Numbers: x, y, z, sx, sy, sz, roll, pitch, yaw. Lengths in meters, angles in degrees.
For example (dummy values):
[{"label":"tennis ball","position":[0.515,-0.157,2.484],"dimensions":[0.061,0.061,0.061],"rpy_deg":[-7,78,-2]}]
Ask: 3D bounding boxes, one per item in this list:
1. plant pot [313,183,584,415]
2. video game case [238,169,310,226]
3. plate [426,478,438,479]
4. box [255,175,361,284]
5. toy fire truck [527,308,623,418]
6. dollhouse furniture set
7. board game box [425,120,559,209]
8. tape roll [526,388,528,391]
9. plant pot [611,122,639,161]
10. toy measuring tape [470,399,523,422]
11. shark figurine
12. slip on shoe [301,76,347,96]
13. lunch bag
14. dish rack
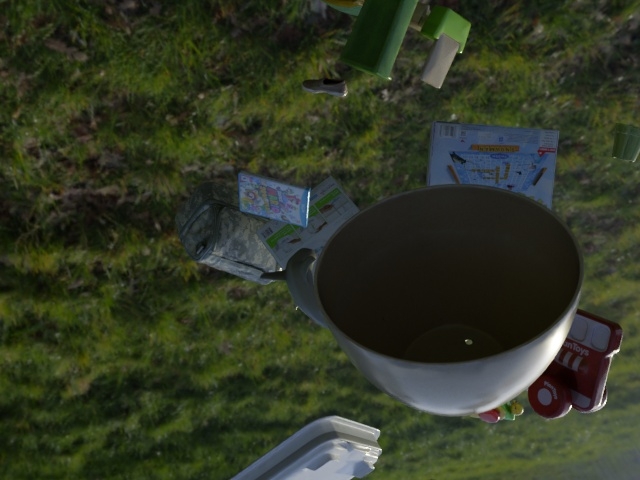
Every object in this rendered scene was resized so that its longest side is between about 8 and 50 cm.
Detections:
[{"label":"plant pot","position":[0.151,0.092,0.709],"dimensions":[0.284,0.284,0.191],"rpy_deg":[-23,128,-9]},{"label":"video game case","position":[-0.107,-0.094,1.386],"dimensions":[0.166,0.015,0.119],"rpy_deg":[14,137,8]},{"label":"plate","position":[0.413,0.756,1.615],"dimensions":[0.045,0.277,0.278],"rpy_deg":[-63,173,9]},{"label":"box","position":[0.000,0.000,1.646],"dimensions":[0.262,0.231,0.127],"rpy_deg":[-38,163,-6]},{"label":"toy fire truck","position":[0.556,0.264,1.448],"dimensions":[0.169,0.302,0.254],"rpy_deg":[3,103,-31]},{"label":"dollhouse furniture set","position":[0.094,-0.392,1.138],"dimensions":[0.197,0.301,0.151],"rpy_deg":[8,109,-45]},{"label":"board game box","position":[0.431,-0.135,1.561],"dimensions":[0.318,0.318,0.066],"rpy_deg":[6,-178,5]},{"label":"tape roll","position":[0.625,0.316,1.664],"dimensions":[0.219,0.219,0.072],"rpy_deg":[-27,150,1]},{"label":"plant pot","position":[0.712,-0.225,1.399],"dimensions":[0.083,0.083,0.079],"rpy_deg":[-5,111,-47]},{"label":"toy measuring tape","position":[0.519,0.546,2.059],"dimensions":[0.329,0.122,0.121],"rpy_deg":[-1,177,33]},{"label":"shark figurine","position":[-0.013,0.097,1.280],"dimensions":[0.166,0.278,0.116],"rpy_deg":[1,132,-37]},{"label":"slip on shoe","position":[0.010,-0.425,1.643],"dimensions":[0.051,0.135,0.041],"rpy_deg":[-52,149,-32]},{"label":"lunch bag","position":[-0.271,-0.003,1.879],"dimensions":[0.305,0.256,0.212],"rpy_deg":[23,123,-41]},{"label":"dish rack","position":[-0.041,0.479,1.201],"dimensions":[0.332,0.072,0.285],"rpy_deg":[-39,142,10]}]
